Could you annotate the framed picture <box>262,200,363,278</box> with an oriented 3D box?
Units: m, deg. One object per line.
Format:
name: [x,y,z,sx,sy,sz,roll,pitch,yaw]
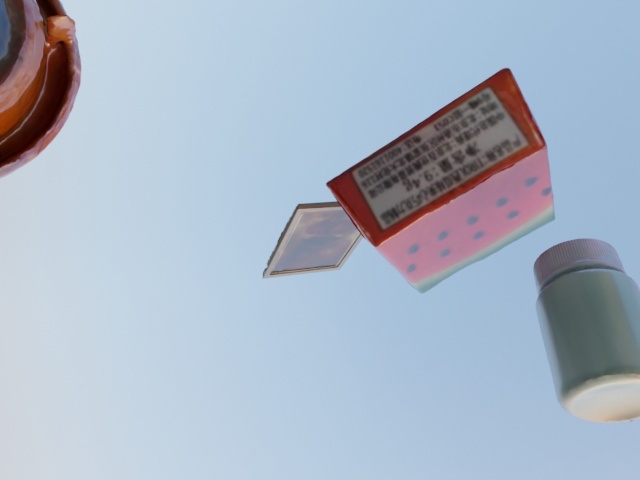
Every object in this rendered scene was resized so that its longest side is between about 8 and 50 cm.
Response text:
framed picture: [0.000,0.000,1.214,0.289,0.211,0.020,-57,-136,51]

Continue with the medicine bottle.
medicine bottle: [0.377,0.119,0.743,0.139,0.139,0.226,-46,-152,42]

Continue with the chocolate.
chocolate: [0.239,-0.073,0.983,0.360,0.341,0.162,-32,-120,12]

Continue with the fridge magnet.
fridge magnet: [-0.464,-0.227,0.601,0.155,0.363,0.364,-25,-106,60]
